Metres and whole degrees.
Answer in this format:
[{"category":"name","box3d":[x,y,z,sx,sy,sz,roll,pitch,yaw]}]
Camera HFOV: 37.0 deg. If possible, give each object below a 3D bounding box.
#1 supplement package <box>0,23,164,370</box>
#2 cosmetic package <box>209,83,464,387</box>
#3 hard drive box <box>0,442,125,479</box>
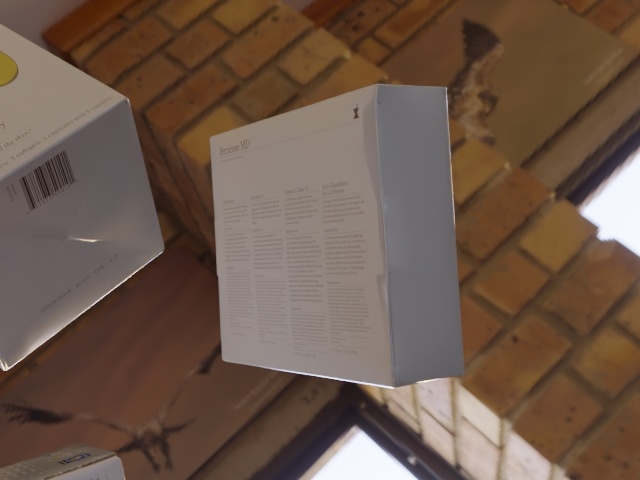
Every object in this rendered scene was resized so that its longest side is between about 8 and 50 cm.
[{"category":"supplement package","box3d":[-0.321,-0.061,0.904,0.199,0.262,0.198,-40,-34,-30]},{"category":"cosmetic package","box3d":[0.000,0.000,1.058,0.097,0.377,0.285,-6,-89,-31]},{"category":"hard drive box","box3d":[-0.213,0.236,0.533,0.232,0.181,0.089,-13,1,-31]}]
